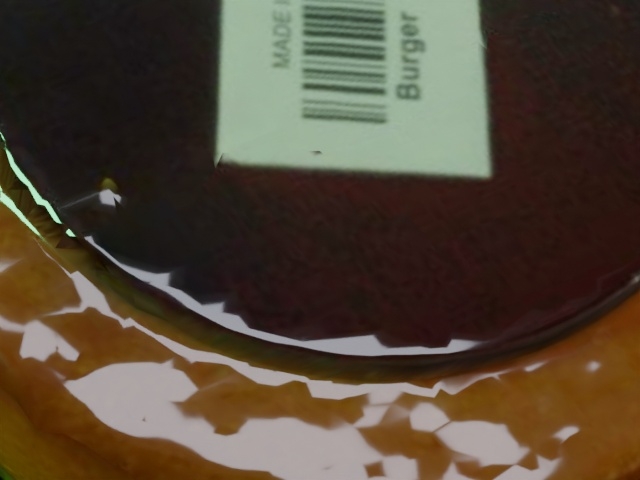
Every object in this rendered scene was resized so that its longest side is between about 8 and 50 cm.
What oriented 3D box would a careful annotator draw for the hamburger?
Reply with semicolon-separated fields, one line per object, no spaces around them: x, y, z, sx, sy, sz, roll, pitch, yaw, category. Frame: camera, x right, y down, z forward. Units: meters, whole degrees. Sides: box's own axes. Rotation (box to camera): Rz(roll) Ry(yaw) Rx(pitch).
0.000;0.000;0.637;0.330;0.250;0.330;3;61;-6;hamburger
